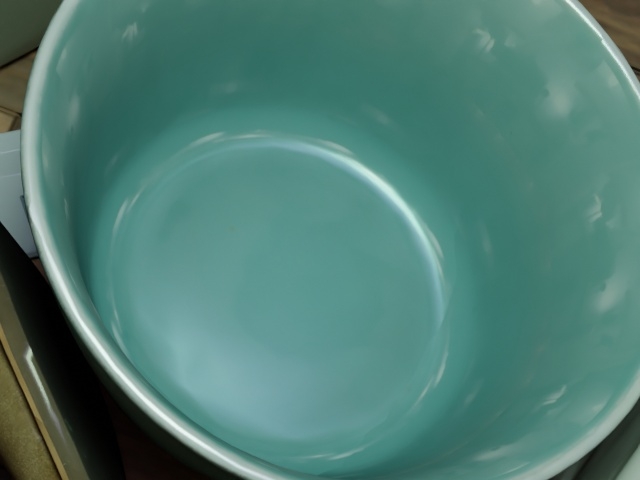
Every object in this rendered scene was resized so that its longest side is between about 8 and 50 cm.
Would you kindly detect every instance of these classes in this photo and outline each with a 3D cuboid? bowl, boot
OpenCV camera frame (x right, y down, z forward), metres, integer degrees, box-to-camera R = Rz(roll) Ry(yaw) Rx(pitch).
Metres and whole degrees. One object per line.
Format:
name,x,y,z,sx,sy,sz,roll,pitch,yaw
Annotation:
bowl,0.000,0.000,0.833,0.312,0.163,0.311,7,65,-15
boot,-0.191,0.028,0.811,0.115,0.112,0.305,-31,78,-4

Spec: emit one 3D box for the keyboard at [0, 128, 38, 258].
keyboard,-0.144,-0.026,0.899,0.256,0.014,0.072,-13,72,-23

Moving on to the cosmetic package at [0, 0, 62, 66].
cosmetic package,-0.108,-0.232,0.952,0.296,0.129,0.153,-32,77,-30

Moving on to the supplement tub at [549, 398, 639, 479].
supplement tub,0.263,0.177,0.787,0.316,0.228,0.228,35,58,3
